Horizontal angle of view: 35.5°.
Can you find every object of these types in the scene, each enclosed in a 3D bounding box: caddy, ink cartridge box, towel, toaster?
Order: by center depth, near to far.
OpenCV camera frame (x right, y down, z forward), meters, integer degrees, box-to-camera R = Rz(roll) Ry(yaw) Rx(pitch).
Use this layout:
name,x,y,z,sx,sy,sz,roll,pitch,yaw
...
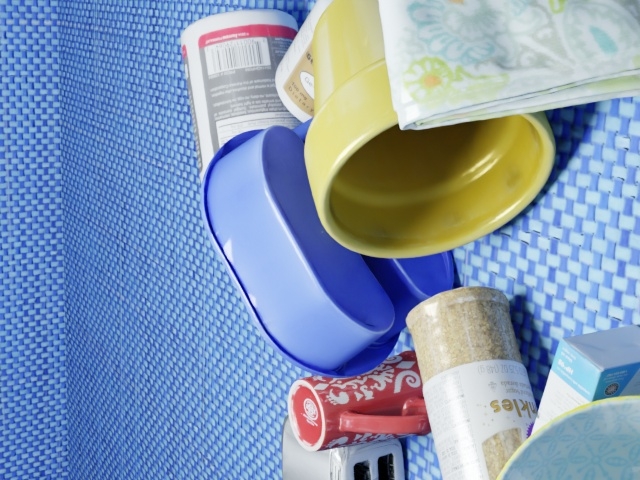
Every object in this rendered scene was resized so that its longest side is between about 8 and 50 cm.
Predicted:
name,x,y,z,sx,sy,sz,roll,pitch,yaw
towel,0.196,-0.292,0.844,0.321,0.090,0.374,-8,87,15
ink cartridge box,0.266,0.178,0.976,0.060,0.104,0.180,42,129,48
caddy,0.000,0.000,1.234,0.179,0.241,0.341,-35,82,50
toaster,0.032,0.337,1.379,0.146,0.129,0.226,7,100,57

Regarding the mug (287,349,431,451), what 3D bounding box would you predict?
name,x,y,z,sx,sy,sz,roll,pitch,yaw
mug,0.061,0.202,1.262,0.150,0.169,0.113,-36,64,56

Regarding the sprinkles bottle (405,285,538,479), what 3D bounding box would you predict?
name,x,y,z,sx,sy,sz,roll,pitch,yaw
sprinkles bottle,0.182,0.229,1.057,0.121,0.121,0.355,-50,44,51

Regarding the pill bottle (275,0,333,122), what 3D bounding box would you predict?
name,x,y,z,sx,sy,sz,roll,pitch,yaw
pill bottle,0.043,-0.251,1.249,0.229,0.131,0.131,-51,53,50

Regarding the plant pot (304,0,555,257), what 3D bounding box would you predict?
name,x,y,z,sx,sy,sz,roll,pitch,yaw
plant pot,0.093,-0.147,1.082,0.254,0.254,0.239,120,143,-45

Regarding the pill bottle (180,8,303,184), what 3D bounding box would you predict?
name,x,y,z,sx,sy,sz,roll,pitch,yaw
pill bottle,-0.097,-0.159,1.457,0.176,0.176,0.318,-16,81,59

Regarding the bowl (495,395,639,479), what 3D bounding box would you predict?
name,x,y,z,sx,sy,sz,roll,pitch,yaw
bowl,0.290,0.288,0.876,0.156,0.290,0.289,44,-154,-68
